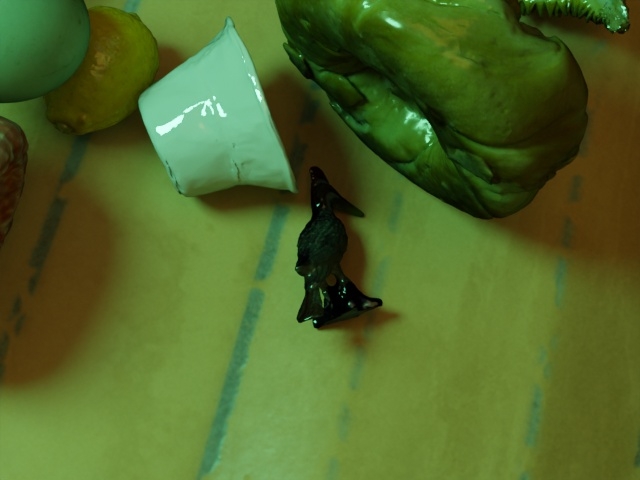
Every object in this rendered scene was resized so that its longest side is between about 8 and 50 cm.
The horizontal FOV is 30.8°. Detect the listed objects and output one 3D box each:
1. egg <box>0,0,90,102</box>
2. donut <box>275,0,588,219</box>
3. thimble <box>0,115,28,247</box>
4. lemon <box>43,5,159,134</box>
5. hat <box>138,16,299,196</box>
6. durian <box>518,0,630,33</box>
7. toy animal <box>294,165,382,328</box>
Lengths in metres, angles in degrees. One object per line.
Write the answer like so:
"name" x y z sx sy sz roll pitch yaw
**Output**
"egg" -0.310 -0.205 1.096 0.192 0.149 0.149 4 64 -43
"donut" 0.111 -0.178 1.173 0.360 0.360 0.170 43 81 8
"thimble" -0.377 -0.023 1.073 0.162 0.239 0.239 20 66 -5
"lemon" -0.235 -0.179 1.225 0.114 0.114 0.155 32 74 3
"hat" -0.111 -0.120 1.205 0.126 0.203 0.203 -23 74 -2
"durian" 0.261 -0.353 1.356 0.172 0.166 0.306 -33 78 -23
"toy animal" 0.006 0.008 1.220 0.105 0.070 0.202 32 47 -45
